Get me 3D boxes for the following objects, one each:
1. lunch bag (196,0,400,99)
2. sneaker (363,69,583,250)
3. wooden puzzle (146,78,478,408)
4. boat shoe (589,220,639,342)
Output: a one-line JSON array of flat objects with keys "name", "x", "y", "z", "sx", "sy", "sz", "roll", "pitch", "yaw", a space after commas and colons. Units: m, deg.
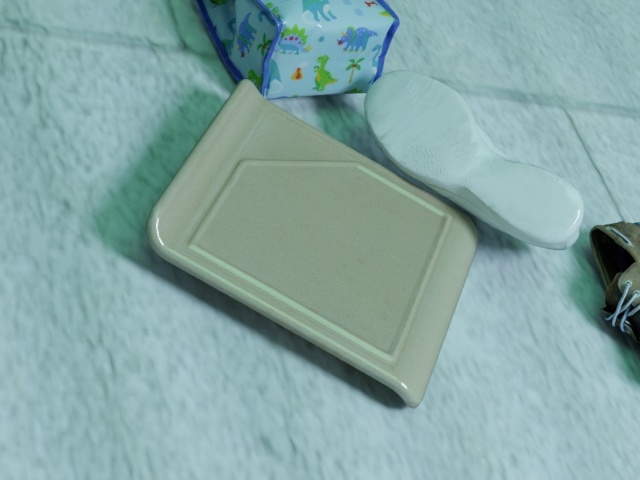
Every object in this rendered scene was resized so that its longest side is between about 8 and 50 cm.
[{"name": "lunch bag", "x": -0.026, "y": -0.195, "z": 1.260, "sx": 0.129, "sy": 0.096, "sz": 0.151, "roll": -5, "pitch": 38, "yaw": -33}, {"name": "sneaker", "x": 0.123, "y": -0.056, "z": 1.218, "sx": 0.212, "sy": 0.094, "sz": 0.080, "roll": 40, "pitch": 84, "yaw": 16}, {"name": "wooden puzzle", "x": 0.000, "y": 0.000, "z": 1.116, "sx": 0.239, "sy": 0.044, "sz": 0.221, "roll": 33, "pitch": 39, "yaw": -5}, {"name": "boat shoe", "x": 0.267, "y": 0.053, "z": 1.214, "sx": 0.066, "sy": 0.066, "sz": 0.183, "roll": 9, "pitch": 35, "yaw": -18}]
